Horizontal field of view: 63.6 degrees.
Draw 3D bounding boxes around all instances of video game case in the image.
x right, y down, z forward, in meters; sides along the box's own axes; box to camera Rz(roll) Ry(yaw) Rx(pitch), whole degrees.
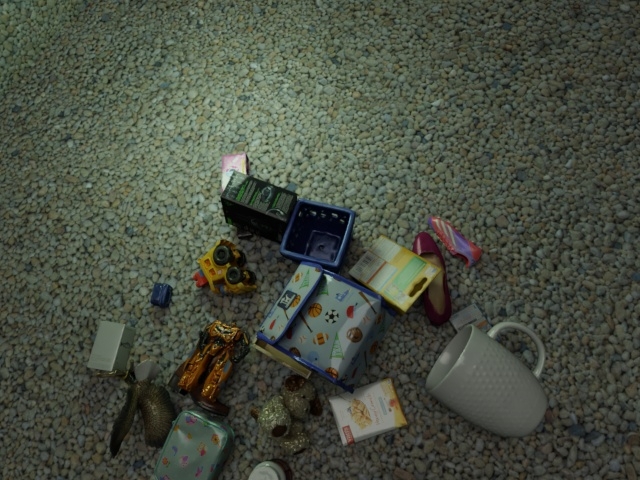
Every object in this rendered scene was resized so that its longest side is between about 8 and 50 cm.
[{"bbox_3d":[0.563,0.325,1.896,0.119,0.015,0.166,-28,63,-2],"label":"video game case"}]

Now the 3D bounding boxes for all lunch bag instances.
[{"bbox_3d":[-0.443,0.739,1.812,0.224,0.108,0.279,22,84,16],"label":"lunch bag"},{"bbox_3d":[-0.628,0.221,2.054,0.065,0.067,0.099,5,72,9],"label":"lunch bag"},{"bbox_3d":[0.001,0.274,1.754,0.385,0.239,0.328,25,75,31],"label":"lunch bag"}]

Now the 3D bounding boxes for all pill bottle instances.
[{"bbox_3d":[-0.167,0.795,1.715,0.121,0.221,0.121,-2,70,6],"label":"pill bottle"}]

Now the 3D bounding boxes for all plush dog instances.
[{"bbox_3d":[-0.108,0.583,1.804,0.225,0.262,0.210,-44,45,-17],"label":"plush dog"}]

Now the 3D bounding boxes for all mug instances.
[{"bbox_3d":[0.589,0.446,1.717,0.328,0.276,0.374,35,87,6],"label":"mug"}]

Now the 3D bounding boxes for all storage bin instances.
[{"bbox_3d":[-0.086,0.336,1.922,0.260,0.123,0.262,27,76,14],"label":"storage bin"}]

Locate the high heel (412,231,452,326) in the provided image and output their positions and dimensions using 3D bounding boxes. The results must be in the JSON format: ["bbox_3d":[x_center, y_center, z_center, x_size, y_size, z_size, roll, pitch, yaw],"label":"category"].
[{"bbox_3d":[0.418,0.124,1.907,0.127,0.181,0.377,-11,70,3],"label":"high heel"}]

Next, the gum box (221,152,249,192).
[{"bbox_3d":[-0.362,-0.271,2.201,0.107,0.062,0.189,-5,70,5],"label":"gum box"}]

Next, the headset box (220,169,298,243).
[{"bbox_3d":[-0.244,-0.127,2.013,0.283,0.246,0.131,21,68,3],"label":"headset box"}]

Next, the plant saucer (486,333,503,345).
[{"bbox_3d":[0.622,0.381,1.880,0.083,0.015,0.083,-2,70,7],"label":"plant saucer"}]

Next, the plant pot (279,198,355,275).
[{"bbox_3d":[0.000,0.000,1.984,0.235,0.212,0.236,14,74,11],"label":"plant pot"}]

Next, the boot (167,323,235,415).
[{"bbox_3d":[-0.391,0.486,1.942,0.264,0.096,0.280,25,67,21],"label":"boot"}]

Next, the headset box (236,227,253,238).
[{"bbox_3d":[-0.312,-0.044,2.131,0.062,0.032,0.083,-7,68,4],"label":"headset box"}]

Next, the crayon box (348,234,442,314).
[{"bbox_3d":[0.278,0.132,1.893,0.203,0.083,0.323,-48,41,-8],"label":"crayon box"}]

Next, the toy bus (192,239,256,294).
[{"bbox_3d":[-0.388,0.138,2.026,0.211,0.149,0.220,-34,72,8],"label":"toy bus"}]

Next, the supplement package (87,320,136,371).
[{"bbox_3d":[-0.800,0.411,1.987,0.105,0.105,0.179,7,72,9],"label":"supplement package"}]

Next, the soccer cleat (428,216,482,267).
[{"bbox_3d":[0.507,0.001,1.998,0.248,0.083,0.095,39,84,15],"label":"soccer cleat"}]

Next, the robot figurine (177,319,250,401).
[{"bbox_3d":[-0.382,0.420,1.874,0.211,0.085,0.291,15,63,19],"label":"robot figurine"}]

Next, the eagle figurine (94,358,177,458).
[{"bbox_3d":[-0.658,0.600,1.867,0.226,0.225,0.298,-20,58,-11],"label":"eagle figurine"}]

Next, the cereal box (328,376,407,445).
[{"bbox_3d":[0.167,0.607,1.835,0.240,0.047,0.173,-20,69,-1],"label":"cereal box"}]
